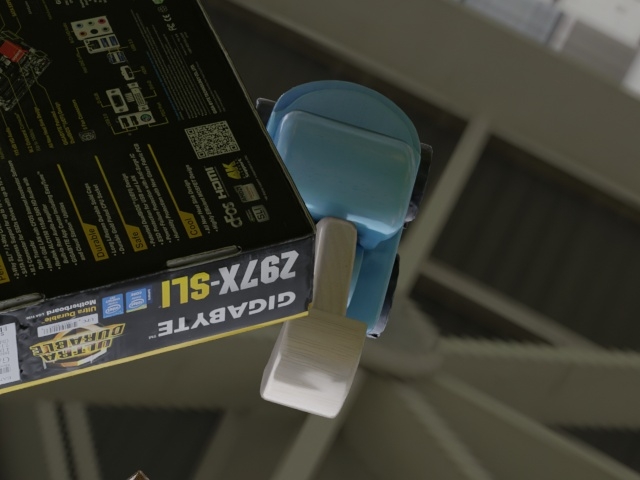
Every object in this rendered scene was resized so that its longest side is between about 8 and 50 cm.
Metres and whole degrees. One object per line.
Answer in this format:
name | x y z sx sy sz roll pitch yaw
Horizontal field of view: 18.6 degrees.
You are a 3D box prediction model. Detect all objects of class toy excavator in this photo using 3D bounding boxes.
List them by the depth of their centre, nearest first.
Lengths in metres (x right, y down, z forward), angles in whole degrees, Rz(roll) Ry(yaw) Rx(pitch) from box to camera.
toy excavator | 0.000 0.000 2.127 0.222 0.433 0.445 16 163 -3

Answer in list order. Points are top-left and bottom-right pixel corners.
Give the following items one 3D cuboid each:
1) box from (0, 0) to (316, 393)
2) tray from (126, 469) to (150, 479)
box | -0.176 -0.062 1.205 0.257 0.079 0.322 -15 -130 -16
tray | -0.158 0.366 1.669 0.203 0.076 0.411 49 -163 -6
